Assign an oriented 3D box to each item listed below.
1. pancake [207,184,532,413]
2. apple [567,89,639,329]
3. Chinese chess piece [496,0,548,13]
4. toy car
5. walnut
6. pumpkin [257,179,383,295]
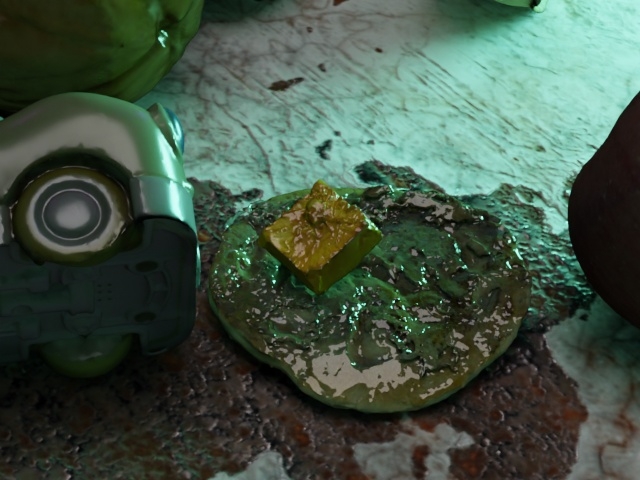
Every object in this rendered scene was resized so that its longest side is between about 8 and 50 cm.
[{"bbox_3d":[0.043,0.039,1.444,0.283,0.049,0.282,2,44,-2],"label":"pancake"},{"bbox_3d":[0.357,-0.048,1.398,0.235,0.305,0.305,36,51,8],"label":"apple"},{"bbox_3d":[0.253,-0.401,1.709,0.141,0.338,0.338,33,49,5],"label":"Chinese chess piece"},{"bbox_3d":[-0.275,-0.020,1.318,0.336,0.242,0.226,-9,62,-10],"label":"toy car"},{"bbox_3d":[-0.267,-0.261,1.572,0.313,0.277,0.252,32,15,18],"label":"walnut"},{"bbox_3d":[0.000,0.000,1.415,0.083,0.054,0.074,-42,62,-10],"label":"pumpkin"}]
